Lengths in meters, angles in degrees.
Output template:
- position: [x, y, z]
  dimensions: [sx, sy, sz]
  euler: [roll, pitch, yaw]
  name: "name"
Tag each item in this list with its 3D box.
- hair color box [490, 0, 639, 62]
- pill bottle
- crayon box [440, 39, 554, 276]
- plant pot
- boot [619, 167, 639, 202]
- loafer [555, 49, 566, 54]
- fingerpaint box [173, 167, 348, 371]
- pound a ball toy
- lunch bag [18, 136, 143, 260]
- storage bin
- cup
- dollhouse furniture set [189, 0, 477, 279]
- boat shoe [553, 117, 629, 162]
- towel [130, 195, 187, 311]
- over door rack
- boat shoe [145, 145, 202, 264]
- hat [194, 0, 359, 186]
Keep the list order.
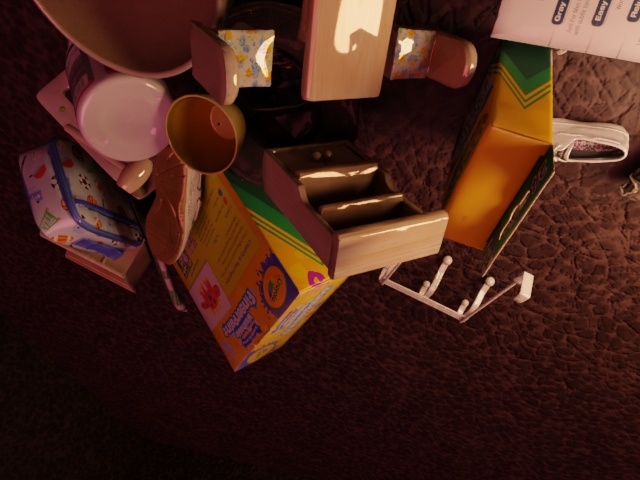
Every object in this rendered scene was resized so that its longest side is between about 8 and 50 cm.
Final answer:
- position: [0.405, -0.304, 0.569]
  dimensions: [0.347, 0.105, 0.174]
  euler: [18, 120, 16]
  name: "hair color box"
- position: [-0.370, -0.286, 0.875]
  dimensions: [0.161, 0.283, 0.161]
  euler: [-19, 140, -16]
  name: "pill bottle"
- position: [0.255, -0.135, 0.705]
  dimensions: [0.083, 0.323, 0.203]
  euler: [19, 139, 5]
  name: "crayon box"
- position: [-0.182, -0.193, 0.822]
  dimensions: [0.134, 0.095, 0.134]
  euler: [10, 122, 16]
  name: "plant pot"
- position: [0.553, -0.143, 0.731]
  dimensions: [0.262, 0.091, 0.229]
  euler: [26, 139, -4]
  name: "boot"
- position: [0.376, -0.317, 0.672]
  dimensions: [0.039, 0.045, 0.125]
  euler: [40, 140, -7]
  name: "loafer"
- position: [-0.163, 0.040, 1.099]
  dimensions: [0.371, 0.163, 0.445]
  euler: [55, 141, 16]
  name: "fingerpaint box"
- position: [-0.432, -0.227, 1.002]
  dimensions: [0.319, 0.136, 0.208]
  euler: [45, 170, 4]
  name: "pound a ball toy"
- position: [-0.525, -0.081, 1.093]
  dimensions: [0.114, 0.243, 0.303]
  euler: [-26, 167, 3]
  name: "lunch bag"
- position: [-0.641, 0.021, 1.395]
  dimensions: [0.260, 0.123, 0.262]
  euler: [28, 161, -5]
  name: "storage bin"
- position: [-0.241, -0.444, 0.689]
  dimensions: [0.331, 0.237, 0.331]
  euler: [14, 139, 12]
  name: "cup"
- position: [0.049, -0.192, 0.608]
  dimensions: [0.256, 0.362, 0.394]
  euler: [49, 142, 44]
  name: "dollhouse furniture set"
- position: [0.411, -0.159, 0.803]
  dimensions: [0.184, 0.063, 0.066]
  euler: [11, 137, 15]
  name: "boat shoe"
- position: [-0.451, 0.029, 1.337]
  dimensions: [0.248, 0.038, 0.325]
  euler: [52, 155, 37]
  name: "towel"
- position: [0.282, 0.069, 1.052]
  dimensions: [0.239, 0.108, 0.324]
  euler: [25, 160, 1]
  name: "over door rack"
- position: [-0.286, -0.073, 0.986]
  dimensions: [0.098, 0.096, 0.277]
  euler: [29, 124, 10]
  name: "boat shoe"
- position: [-0.069, -0.262, 0.879]
  dimensions: [0.331, 0.134, 0.331]
  euler: [8, 122, 13]
  name: "hat"
